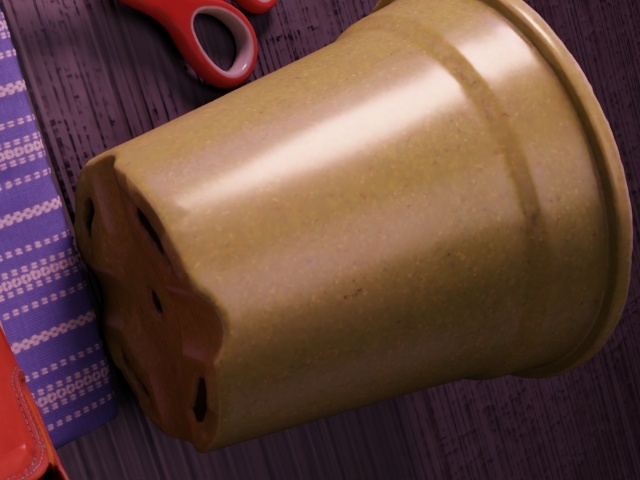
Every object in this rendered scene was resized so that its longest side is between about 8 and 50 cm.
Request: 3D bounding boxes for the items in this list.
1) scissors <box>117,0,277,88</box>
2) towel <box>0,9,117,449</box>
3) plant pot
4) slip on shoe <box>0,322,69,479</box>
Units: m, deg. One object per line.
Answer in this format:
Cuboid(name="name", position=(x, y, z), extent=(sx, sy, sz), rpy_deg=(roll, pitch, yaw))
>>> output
Cuboid(name="scissors", position=(-0.136, -0.178, 0.760), extent=(0.297, 0.021, 0.109), rpy_deg=(16, 82, -45))
Cuboid(name="towel", position=(-0.255, -0.011, 0.666), extent=(0.243, 0.040, 0.336), rpy_deg=(-24, 105, -40))
Cuboid(name="plant pot", position=(0.000, 0.000, 0.751), extent=(0.254, 0.276, 0.276), rpy_deg=(-21, 101, -27))
Cuboid(name="slip on shoe", position=(-0.187, 0.107, 0.630), extent=(0.123, 0.101, 0.331), rpy_deg=(-31, 108, -37))
